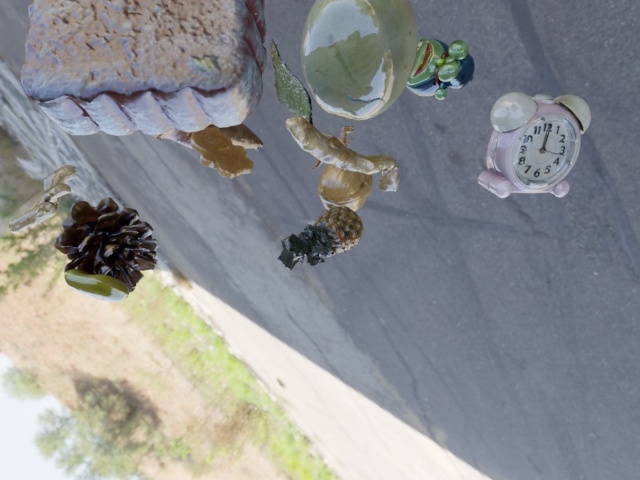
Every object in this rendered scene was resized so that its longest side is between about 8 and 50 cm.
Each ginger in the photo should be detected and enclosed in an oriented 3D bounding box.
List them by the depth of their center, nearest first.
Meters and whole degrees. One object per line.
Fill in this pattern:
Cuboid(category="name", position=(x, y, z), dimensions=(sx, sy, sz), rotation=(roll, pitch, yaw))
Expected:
Cuboid(category="ginger", position=(0.051, -0.167, 1.181), dimensions=(0.288, 0.075, 0.089), rotation=(18, -154, -34))
Cuboid(category="ginger", position=(-0.728, -0.119, 1.639), dimensions=(0.149, 0.258, 0.065), rotation=(-6, 132, 36))

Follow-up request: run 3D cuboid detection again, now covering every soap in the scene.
Cuboid(category="soap", position=(-0.433, 0.088, 1.167), dimensions=(0.140, 0.045, 0.089), rotation=(6, 156, 35))

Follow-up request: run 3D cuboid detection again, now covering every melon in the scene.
Cuboid(category="melon", position=(0.087, -0.434, 1.394), dimensions=(0.268, 0.268, 0.330), rotation=(30, 130, 33))

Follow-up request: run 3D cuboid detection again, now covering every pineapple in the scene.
Cuboid(category="pineapple", position=(-0.001, -0.001, 1.552), dimensions=(0.128, 0.248, 0.128), rotation=(21, 124, 34))

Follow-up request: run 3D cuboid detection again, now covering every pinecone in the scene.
Cuboid(category="pinecone", position=(-0.484, 0.022, 1.390), dimensions=(0.202, 0.229, 0.201), rotation=(-61, 34, 32))

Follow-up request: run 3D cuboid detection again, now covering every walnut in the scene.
Cuboid(category="walnut", position=(0.084, -0.194, 2.094), dimensions=(0.195, 0.221, 0.195), rotation=(17, 138, 16))

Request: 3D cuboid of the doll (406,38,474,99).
Cuboid(category="doll", position=(0.402, -0.595, 2.106), dimensions=(0.186, 0.198, 0.322), rotation=(24, -174, -38))

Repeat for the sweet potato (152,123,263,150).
Cuboid(category="sweet potato", position=(-0.287, -0.294, 1.613), dimensions=(0.337, 0.131, 0.131), rotation=(10, -179, -35))

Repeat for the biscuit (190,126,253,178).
Cuboid(category="biscuit", position=(-0.245, -0.212, 1.463), dimensions=(0.184, 0.133, 0.027), rotation=(36, 131, 14))

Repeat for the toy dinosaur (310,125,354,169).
Cuboid(category="toy dinosaur", position=(0.039, -0.350, 2.318), dimensions=(0.212, 0.057, 0.142), rotation=(-10, 104, 16))

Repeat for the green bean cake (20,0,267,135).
Cuboid(category="green bean cake", position=(-0.170, -0.204, 0.610), dimensions=(0.233, 0.198, 0.097), rotation=(-6, 162, 4))

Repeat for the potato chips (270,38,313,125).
Cuboid(category="potato chips", position=(-0.056, -0.284, 1.162), dimensions=(0.209, 0.026, 0.142), rotation=(60, 165, -18))

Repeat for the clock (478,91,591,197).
Cuboid(category="clock", position=(0.694, -0.315, 1.970), dimensions=(0.184, 0.342, 0.325), rotation=(-128, 39, -53))
